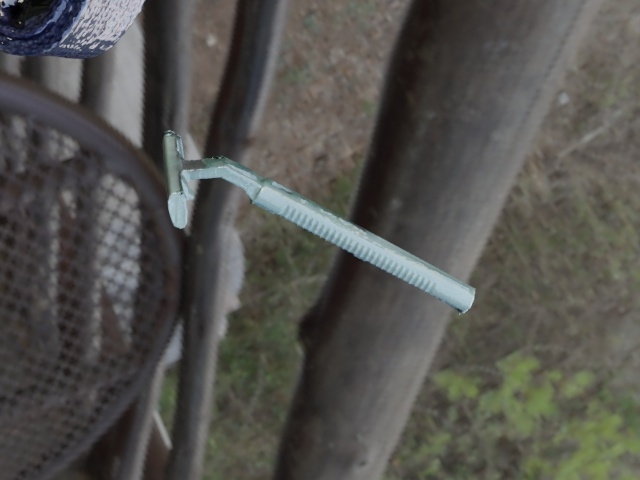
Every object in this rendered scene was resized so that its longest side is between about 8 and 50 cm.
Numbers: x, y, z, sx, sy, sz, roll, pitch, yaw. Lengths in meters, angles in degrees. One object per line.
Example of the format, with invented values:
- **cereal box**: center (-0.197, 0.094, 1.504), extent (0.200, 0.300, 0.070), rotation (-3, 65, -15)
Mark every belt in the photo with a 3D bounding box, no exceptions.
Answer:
- **belt**: center (-0.183, -0.244, 0.993), extent (0.140, 0.230, 0.126), rotation (7, -171, 17)

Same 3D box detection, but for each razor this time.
- **razor**: center (0.004, -0.006, 0.838), extent (0.211, 0.084, 0.036), rotation (21, 113, -19)
